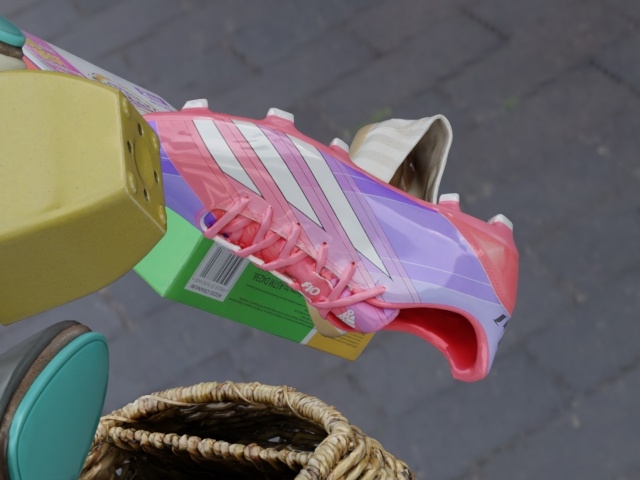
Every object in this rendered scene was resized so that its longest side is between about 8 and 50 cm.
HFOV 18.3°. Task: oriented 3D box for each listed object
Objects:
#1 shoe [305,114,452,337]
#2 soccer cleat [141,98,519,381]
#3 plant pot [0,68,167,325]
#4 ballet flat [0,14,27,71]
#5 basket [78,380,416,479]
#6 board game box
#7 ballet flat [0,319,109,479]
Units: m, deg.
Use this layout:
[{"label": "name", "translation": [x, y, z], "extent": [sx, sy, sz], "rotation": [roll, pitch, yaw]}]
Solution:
[{"label": "shoe", "translation": [0.038, -0.018, 1.291], "extent": [0.058, 0.076, 0.219], "rotation": [-13, 30, 25]}, {"label": "soccer cleat", "translation": [0.000, 0.000, 1.078], "extent": [0.083, 0.248, 0.095], "rotation": [-30, 45, 55]}, {"label": "plant pot", "translation": [-0.109, -0.023, 0.810], "extent": [0.083, 0.081, 0.081], "rotation": [-14, 65, 12]}, {"label": "ballet flat", "translation": [-0.242, -0.124, 0.854], "extent": [0.086, 0.248, 0.086], "rotation": [-51, 5, 7]}, {"label": "basket", "translation": [-0.095, 0.213, 1.730], "extent": [0.299, 0.223, 0.213], "rotation": [3, 67, 43]}, {"label": "board game box", "translation": [-0.119, -0.042, 1.499], "extent": [0.316, 0.242, 0.064], "rotation": [40, 100, 36]}, {"label": "ballet flat", "translation": [-0.179, 0.132, 0.982], "extent": [0.096, 0.095, 0.280], "rotation": [3, 36, 7]}]
